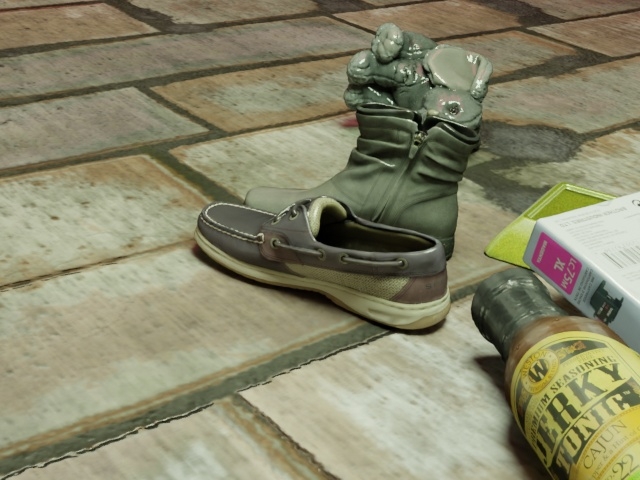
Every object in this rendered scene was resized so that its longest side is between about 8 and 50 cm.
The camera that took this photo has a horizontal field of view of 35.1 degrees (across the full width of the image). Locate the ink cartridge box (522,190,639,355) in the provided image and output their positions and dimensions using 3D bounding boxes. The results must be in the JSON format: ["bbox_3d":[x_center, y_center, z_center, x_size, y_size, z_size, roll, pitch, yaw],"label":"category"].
[{"bbox_3d":[0.355,0.067,0.917,0.186,0.065,0.311,-14,41,-32],"label":"ink cartridge box"}]

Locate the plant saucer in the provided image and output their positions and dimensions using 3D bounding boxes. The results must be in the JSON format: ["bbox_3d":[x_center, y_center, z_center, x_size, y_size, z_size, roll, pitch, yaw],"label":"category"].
[{"bbox_3d":[0.305,-0.010,1.126,0.189,0.045,0.188,18,29,27],"label":"plant saucer"}]

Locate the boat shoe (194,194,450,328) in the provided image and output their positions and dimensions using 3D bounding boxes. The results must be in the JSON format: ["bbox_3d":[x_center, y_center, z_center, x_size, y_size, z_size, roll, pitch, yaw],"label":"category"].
[{"bbox_3d":[0.000,0.000,1.001,0.285,0.092,0.103,20,30,29],"label":"boat shoe"}]

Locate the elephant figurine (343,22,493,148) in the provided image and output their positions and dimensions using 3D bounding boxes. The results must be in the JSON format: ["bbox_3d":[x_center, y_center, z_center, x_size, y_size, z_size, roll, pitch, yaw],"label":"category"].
[{"bbox_3d":[0.161,-0.180,1.369,0.239,0.186,0.169,36,-4,31],"label":"elephant figurine"}]

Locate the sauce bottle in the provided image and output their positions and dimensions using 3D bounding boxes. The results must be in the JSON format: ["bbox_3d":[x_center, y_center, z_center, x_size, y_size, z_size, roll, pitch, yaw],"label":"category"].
[{"bbox_3d":[0.204,0.131,0.754,0.112,0.111,0.344,-3,25,-15],"label":"sauce bottle"}]

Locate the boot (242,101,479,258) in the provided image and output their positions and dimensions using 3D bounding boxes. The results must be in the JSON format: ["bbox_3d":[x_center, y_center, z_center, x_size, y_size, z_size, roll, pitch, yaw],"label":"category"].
[{"bbox_3d":[0.040,-0.076,1.086,0.247,0.161,0.083,9,26,9],"label":"boot"}]
